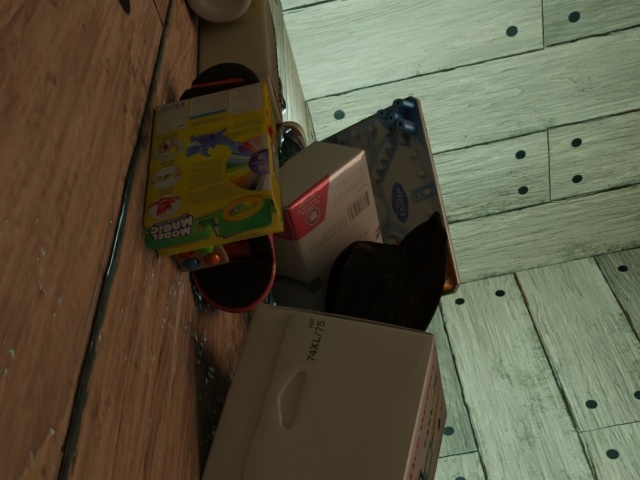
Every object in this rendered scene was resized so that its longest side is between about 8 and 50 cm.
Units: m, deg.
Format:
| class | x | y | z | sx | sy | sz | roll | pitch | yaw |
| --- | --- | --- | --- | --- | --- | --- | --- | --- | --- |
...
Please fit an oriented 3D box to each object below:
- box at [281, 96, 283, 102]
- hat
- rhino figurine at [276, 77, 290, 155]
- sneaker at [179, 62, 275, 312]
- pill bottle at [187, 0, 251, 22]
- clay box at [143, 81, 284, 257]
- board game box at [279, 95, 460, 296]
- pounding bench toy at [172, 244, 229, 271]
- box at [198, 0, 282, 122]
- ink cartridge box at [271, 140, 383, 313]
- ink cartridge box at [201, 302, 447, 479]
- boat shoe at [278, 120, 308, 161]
| class | x | y | z | sx | sy | sz | roll | pitch | yaw |
| --- | --- | --- | --- | --- | --- | --- | --- | --- | --- |
| box | -0.123 | -0.293 | 1.401 | 0.102 | 0.087 | 0.101 | 53 | 26 | -80 |
| hat | 0.078 | 0.085 | 1.273 | 0.331 | 0.134 | 0.331 | -158 | -90 | -82 |
| rhino figurine | -0.108 | -0.284 | 1.651 | 0.106 | 0.073 | 0.243 | -90 | 169 | -54 |
| sneaker | -0.116 | -0.059 | 0.958 | 0.136 | 0.116 | 0.313 | 99 | -12 | -75 |
| pill bottle | -0.157 | -0.424 | 1.231 | 0.184 | 0.103 | 0.103 | -96 | 172 | -49 |
| clay box | -0.107 | -0.067 | 0.803 | 0.053 | 0.128 | 0.222 | 72 | 8 | -46 |
| board game box | 0.068 | -0.042 | 1.579 | 0.050 | 0.390 | 0.389 | 3 | 72 | -48 |
| pounding bench toy | -0.114 | -0.008 | 0.832 | 0.052 | 0.083 | 0.065 | 72 | 7 | -54 |
| box | -0.126 | -0.292 | 1.239 | 0.094 | 0.113 | 0.275 | 75 | 7 | -46 |
| ink cartridge box | 0.000 | 0.000 | 1.383 | 0.207 | 0.117 | 0.283 | -41 | 131 | -35 |
| ink cartridge box | 0.022 | 0.223 | 0.874 | 0.270 | 0.197 | 0.198 | 68 | 34 | -60 |
| boat shoe | -0.048 | -0.138 | 1.864 | 0.092 | 0.103 | 0.285 | -75 | 153 | -62 |
